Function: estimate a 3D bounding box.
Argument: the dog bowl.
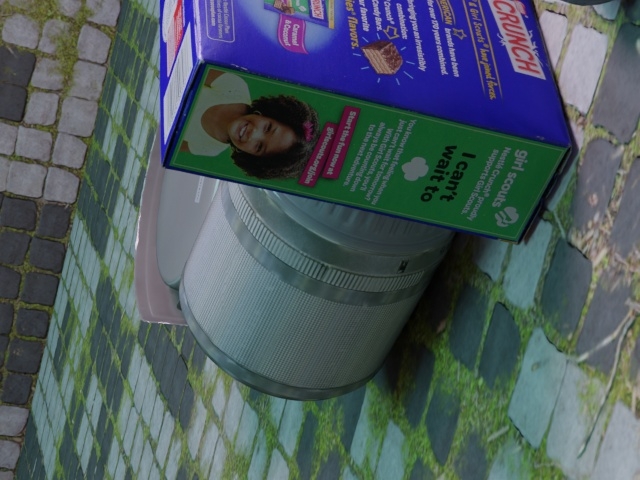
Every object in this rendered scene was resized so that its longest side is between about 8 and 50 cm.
[{"bbox_3d":[-0.111,-0.063,1.813,0.349,0.102,0.348,-169,90,-71],"label":"dog bowl"}]

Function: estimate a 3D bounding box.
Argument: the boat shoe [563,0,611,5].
[{"bbox_3d":[0.226,-0.373,1.230,0.156,0.136,0.367,-106,22,-62],"label":"boat shoe"}]

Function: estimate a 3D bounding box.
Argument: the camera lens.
[{"bbox_3d":[0.000,0.000,1.530,0.219,0.219,0.274,-96,24,-44],"label":"camera lens"}]

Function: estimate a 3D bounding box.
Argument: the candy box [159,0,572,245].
[{"bbox_3d":[0.029,-0.154,1.371,0.268,0.317,0.122,-96,23,-47],"label":"candy box"}]
